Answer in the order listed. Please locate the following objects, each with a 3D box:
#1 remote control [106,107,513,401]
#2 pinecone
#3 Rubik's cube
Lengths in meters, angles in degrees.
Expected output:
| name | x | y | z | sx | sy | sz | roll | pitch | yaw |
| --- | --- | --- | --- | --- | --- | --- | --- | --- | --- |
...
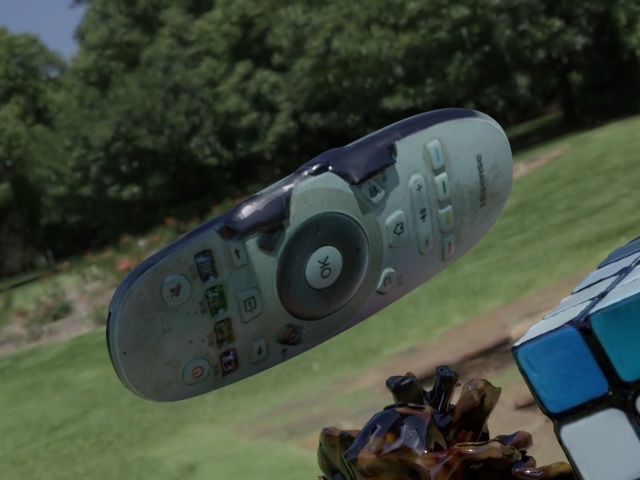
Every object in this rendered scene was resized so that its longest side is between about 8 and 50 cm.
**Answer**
| name | x | y | z | sx | sy | sz | roll | pitch | yaw |
| --- | --- | --- | --- | --- | --- | --- | --- | --- | --- |
| remote control | 0.001 | 0.001 | 0.661 | 0.256 | 0.097 | 0.045 | -26 | 31 | -31 |
| pinecone | 0.071 | 0.214 | 0.751 | 0.243 | 0.257 | 0.243 | -12 | -42 | -11 |
| Rubik's cube | 0.202 | 0.060 | 0.559 | 0.154 | 0.151 | 0.155 | -30 | 1 | 34 |
